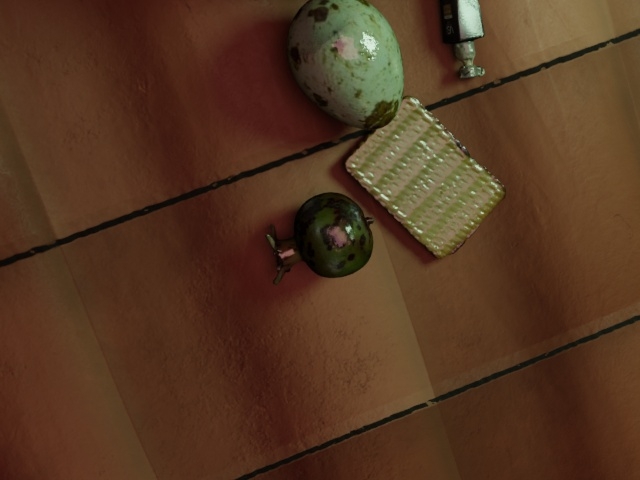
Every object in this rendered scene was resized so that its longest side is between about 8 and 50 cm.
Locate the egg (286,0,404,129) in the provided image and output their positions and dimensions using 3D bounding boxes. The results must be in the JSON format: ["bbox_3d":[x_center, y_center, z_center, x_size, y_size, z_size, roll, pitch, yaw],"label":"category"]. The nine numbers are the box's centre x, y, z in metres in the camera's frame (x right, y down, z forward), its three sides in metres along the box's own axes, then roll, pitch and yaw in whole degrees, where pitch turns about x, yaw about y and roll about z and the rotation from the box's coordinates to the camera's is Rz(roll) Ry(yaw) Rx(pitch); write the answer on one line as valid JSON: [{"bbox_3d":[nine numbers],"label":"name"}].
[{"bbox_3d":[0.045,-0.274,1.338,0.169,0.169,0.231,-37,112,-3],"label":"egg"}]

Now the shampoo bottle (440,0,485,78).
[{"bbox_3d":[0.233,-0.370,1.414,0.064,0.057,0.207,-14,104,-16],"label":"shampoo bottle"}]

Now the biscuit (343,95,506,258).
[{"bbox_3d":[0.179,-0.104,1.463,0.254,0.029,0.172,43,89,-14],"label":"biscuit"}]

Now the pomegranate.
[{"bbox_3d":[0.003,-0.004,1.402,0.169,0.148,0.148,-5,102,21],"label":"pomegranate"}]
